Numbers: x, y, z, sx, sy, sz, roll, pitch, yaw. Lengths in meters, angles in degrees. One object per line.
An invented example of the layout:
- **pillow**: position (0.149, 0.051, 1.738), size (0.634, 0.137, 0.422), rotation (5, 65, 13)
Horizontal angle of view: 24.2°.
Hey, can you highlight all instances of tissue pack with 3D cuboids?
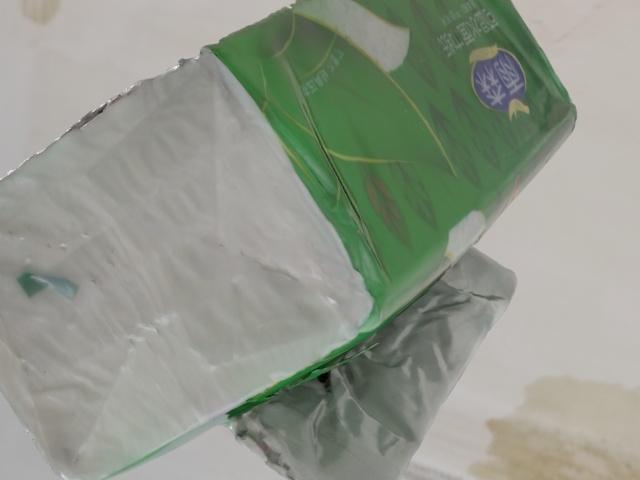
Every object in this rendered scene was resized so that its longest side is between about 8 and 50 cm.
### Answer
- **tissue pack**: position (-0.001, 0.001, 0.541), size (0.148, 0.209, 0.156), rotation (-28, -83, 32)
